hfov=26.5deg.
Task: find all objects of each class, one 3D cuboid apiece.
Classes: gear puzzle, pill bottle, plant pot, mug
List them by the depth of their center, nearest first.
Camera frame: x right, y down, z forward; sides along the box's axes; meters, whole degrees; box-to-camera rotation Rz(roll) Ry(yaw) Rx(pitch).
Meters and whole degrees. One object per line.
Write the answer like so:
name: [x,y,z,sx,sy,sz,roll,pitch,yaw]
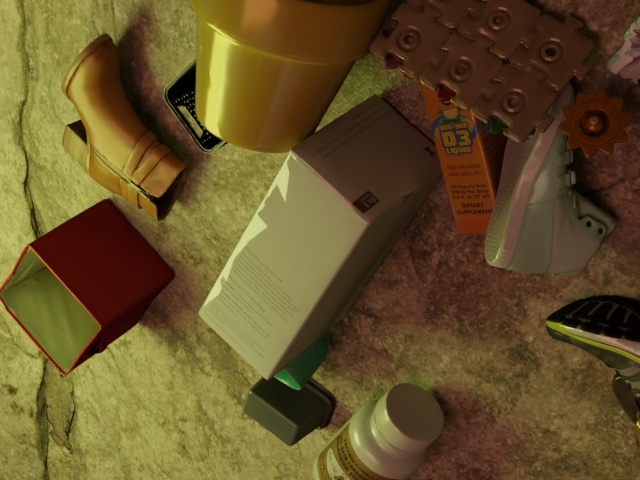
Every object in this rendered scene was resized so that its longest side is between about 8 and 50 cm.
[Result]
gear puzzle: [0.240,-0.214,1.682,0.339,0.175,0.044,35,174,20]
plant pot: [-0.060,-0.255,1.785,0.254,0.254,0.239,31,122,21]
pill bottle: [0.093,0.322,2.120,0.131,0.131,0.229,45,135,8]
mug: [-0.060,0.158,2.160,0.129,0.097,0.158,44,165,-27]

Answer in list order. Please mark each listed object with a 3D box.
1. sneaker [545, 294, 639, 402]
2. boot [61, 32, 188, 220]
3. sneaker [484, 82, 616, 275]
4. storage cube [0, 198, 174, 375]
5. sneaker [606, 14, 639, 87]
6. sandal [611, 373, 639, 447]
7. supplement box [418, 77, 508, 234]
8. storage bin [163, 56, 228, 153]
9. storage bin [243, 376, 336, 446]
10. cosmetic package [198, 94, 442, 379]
sneaker: [0.420,0.165,1.761,0.300,0.111,0.121,24,126,36]
boot: [-0.307,-0.172,2.159,0.220,0.109,0.283,39,136,16]
sneaker: [0.314,-0.077,1.747,0.151,0.094,0.255,11,104,-16]
storage cube: [-0.402,0.081,2.334,0.215,0.193,0.183,47,135,5]
sneaker: [0.390,-0.224,1.616,0.069,0.038,0.098,38,143,13]
sandal: [0.460,0.274,1.841,0.090,0.060,0.219,-15,106,43]
supplement box: [0.200,-0.127,1.798,0.078,0.080,0.233,-2,112,38]
storage bin: [-0.132,-0.225,2.005,0.122,0.084,0.180,54,136,-1]
storage bin: [-0.060,0.276,2.246,0.135,0.091,0.098,35,133,18]
cosmetic package: [0.000,0.000,1.944,0.156,0.217,0.385,41,133,12]
